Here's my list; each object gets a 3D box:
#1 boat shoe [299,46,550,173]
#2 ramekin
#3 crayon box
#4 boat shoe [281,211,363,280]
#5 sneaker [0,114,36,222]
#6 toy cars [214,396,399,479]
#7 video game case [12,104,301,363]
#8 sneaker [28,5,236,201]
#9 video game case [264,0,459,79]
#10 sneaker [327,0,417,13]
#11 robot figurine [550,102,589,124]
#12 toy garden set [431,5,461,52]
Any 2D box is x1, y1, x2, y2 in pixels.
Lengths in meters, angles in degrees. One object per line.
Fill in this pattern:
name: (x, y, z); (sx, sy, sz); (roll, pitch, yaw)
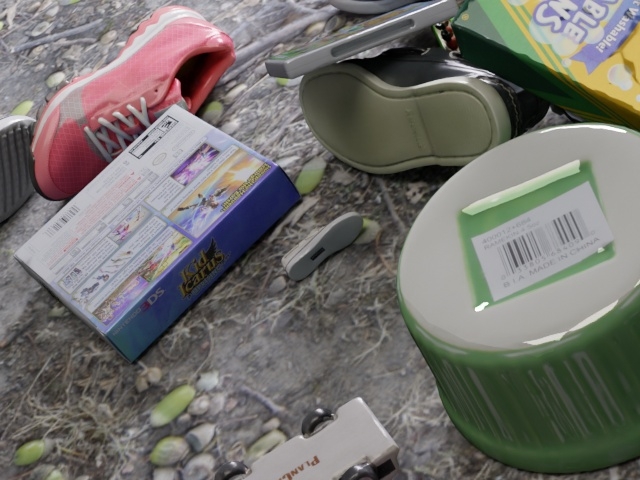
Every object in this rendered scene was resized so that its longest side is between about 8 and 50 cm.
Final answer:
boat shoe: (0.110, -0.149, 1.704); (0.113, 0.127, 0.340); (-26, 15, -31)
ramekin: (0.215, 0.038, 1.404); (0.303, 0.148, 0.303); (-20, 41, 19)
crayon box: (0.314, -0.203, 1.505); (0.323, 0.083, 0.203); (30, 80, 21)
boat shoe: (0.000, 0.000, 1.693); (0.100, 0.035, 0.035); (-42, 41, 3)
sneaker: (-0.487, -0.047, 2.021); (0.321, 0.126, 0.127); (-48, 46, -13)
toy cars: (-0.052, 0.309, 1.381); (0.176, 0.087, 0.393); (3, 49, 32)
video game case: (-0.190, -0.015, 1.823); (0.269, 0.061, 0.244); (-44, 38, -11)
sneaker: (-0.231, -0.168, 1.967); (0.314, 0.116, 0.136); (-48, 42, -15)
video game case: (0.040, -0.222, 1.756); (0.193, 0.023, 0.212); (-21, 9, -5)
sneaker: (0.107, -0.340, 1.914); (0.258, 0.091, 0.094); (-5, 47, 32)
robot figurine: (0.319, -0.236, 1.658); (0.211, 0.085, 0.291); (-23, 40, 19)
toy garden set: (0.206, -0.281, 1.719); (0.244, 0.049, 0.204); (-52, 27, 22)
